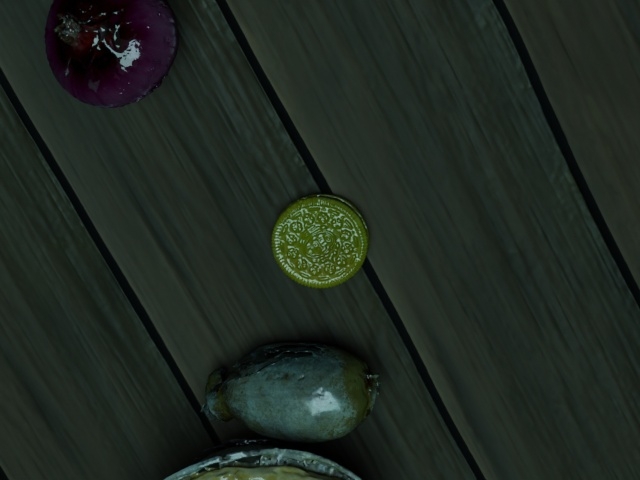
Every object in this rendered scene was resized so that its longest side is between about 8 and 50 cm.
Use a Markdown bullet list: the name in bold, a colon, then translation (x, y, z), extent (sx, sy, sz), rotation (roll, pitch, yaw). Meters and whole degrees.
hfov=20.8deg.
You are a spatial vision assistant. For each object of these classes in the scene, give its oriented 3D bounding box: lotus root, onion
- **lotus root**: translation (-0.028, 0.131, 1.516), extent (0.165, 0.088, 0.088), rotation (-1, 110, 16)
- **onion**: translation (-0.173, -0.164, 1.408), extent (0.115, 0.104, 0.115), rotation (-4, 83, 32)

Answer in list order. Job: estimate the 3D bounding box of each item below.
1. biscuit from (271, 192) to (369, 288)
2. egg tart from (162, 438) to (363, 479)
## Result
- **biscuit**: translation (0.000, 0.000, 1.493), extent (0.084, 0.023, 0.084), rotation (2, 110, 6)
- **egg tart**: translation (-0.059, 0.248, 1.532), extent (0.234, 0.094, 0.234), rotation (-4, 136, -4)
